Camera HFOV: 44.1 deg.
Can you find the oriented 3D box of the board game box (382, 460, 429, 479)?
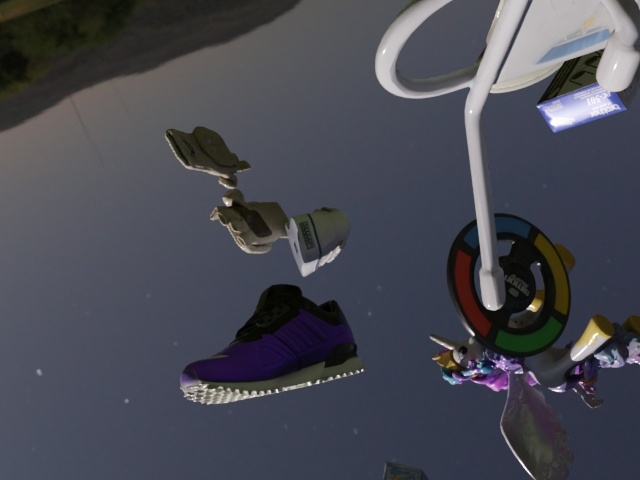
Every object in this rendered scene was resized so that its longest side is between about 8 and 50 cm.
[{"bbox_3d":[0.124,0.429,1.211,0.060,0.194,0.194,7,-127,19],"label":"board game box"}]

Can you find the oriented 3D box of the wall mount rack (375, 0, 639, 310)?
[{"bbox_3d":[0.211,-0.096,0.519,0.350,0.130,0.304,-19,157,-11],"label":"wall mount rack"}]

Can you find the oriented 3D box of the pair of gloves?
[{"bbox_3d":[-0.149,-0.082,1.303,0.042,0.240,0.204,-37,177,20],"label":"pair of gloves"}]

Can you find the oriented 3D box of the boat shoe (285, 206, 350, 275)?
[{"bbox_3d":[0.000,0.000,1.204,0.084,0.095,0.258,-18,-179,-6],"label":"boat shoe"}]

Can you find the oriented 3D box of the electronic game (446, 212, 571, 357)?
[{"bbox_3d":[0.295,0.067,1.225,0.229,0.229,0.048,-32,180,-29],"label":"electronic game"}]

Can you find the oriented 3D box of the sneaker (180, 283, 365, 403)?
[{"bbox_3d":[-0.071,0.134,1.074,0.293,0.146,0.102,-1,166,-45],"label":"sneaker"}]

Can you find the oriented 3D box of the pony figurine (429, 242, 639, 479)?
[{"bbox_3d":[0.416,0.228,1.469,0.363,0.351,0.303,-49,178,42],"label":"pony figurine"}]

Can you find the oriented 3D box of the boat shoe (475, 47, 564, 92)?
[{"bbox_3d":[0.382,-0.358,1.302,0.305,0.109,0.091,-35,-144,17],"label":"boat shoe"}]

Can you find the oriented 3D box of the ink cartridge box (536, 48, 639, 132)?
[{"bbox_3d":[0.344,-0.216,0.946,0.097,0.046,0.207,-15,-150,50],"label":"ink cartridge box"}]
